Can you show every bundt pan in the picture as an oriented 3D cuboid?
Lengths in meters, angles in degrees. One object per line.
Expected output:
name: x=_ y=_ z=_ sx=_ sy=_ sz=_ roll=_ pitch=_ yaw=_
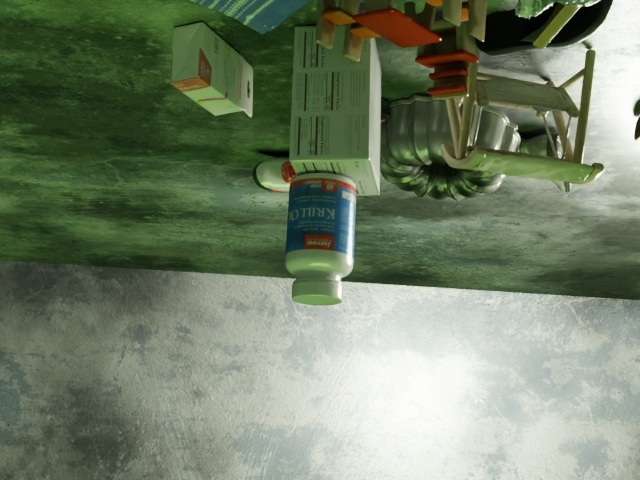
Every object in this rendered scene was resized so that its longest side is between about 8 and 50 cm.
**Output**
bundt pan: x=0.267 y=-0.183 z=2.120 sx=0.331 sy=0.124 sz=0.331 roll=8 pitch=160 yaw=3

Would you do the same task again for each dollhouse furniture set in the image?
dollhouse furniture set: x=0.158 y=-0.335 z=1.605 sx=0.262 sy=0.135 sz=0.259 roll=-1 pitch=171 yaw=39

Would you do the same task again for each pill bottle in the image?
pill bottle: x=0.000 y=0.000 z=1.738 sx=0.124 sy=0.221 sz=0.124 roll=2 pitch=164 yaw=0

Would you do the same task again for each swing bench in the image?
swing bench: x=0.368 y=-0.227 z=1.805 sx=0.253 sy=0.255 sz=0.165 roll=7 pitch=163 yaw=-16

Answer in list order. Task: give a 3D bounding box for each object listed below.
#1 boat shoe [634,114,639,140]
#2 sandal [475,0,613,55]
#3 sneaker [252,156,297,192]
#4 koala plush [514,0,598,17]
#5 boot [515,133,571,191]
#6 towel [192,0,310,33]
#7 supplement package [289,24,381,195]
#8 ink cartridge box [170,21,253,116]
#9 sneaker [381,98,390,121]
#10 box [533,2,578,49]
boat shoe: x=0.704 y=-0.250 z=2.047 sx=0.049 sy=0.056 sz=0.152 roll=7 pitch=164 yaw=1
sandal: x=0.364 y=-0.365 z=1.614 sx=0.254 sy=0.097 sz=0.054 roll=-12 pitch=159 yaw=41
sneaker: x=-0.017 y=-0.172 z=2.335 sx=0.270 sy=0.090 sz=0.145 roll=4 pitch=163 yaw=-22
koala plush: x=0.339 y=-0.401 z=1.270 sx=0.196 sy=0.221 sz=0.203 roll=-6 pitch=162 yaw=24
boot: x=0.502 y=-0.187 z=2.277 sx=0.161 sy=0.083 sz=0.246 roll=1 pitch=160 yaw=26
towel: x=-0.156 y=-0.433 z=1.535 sx=0.336 sy=0.040 sz=0.243 roll=14 pitch=159 yaw=-35
supplement package: x=0.034 y=-0.235 z=1.796 sx=0.145 sy=0.262 sz=0.204 roll=0 pitch=164 yaw=9
ink cartridge box: x=-0.200 y=-0.311 z=1.821 sx=0.067 sy=0.115 sz=0.198 roll=-7 pitch=161 yaw=24
sneaker: x=0.052 y=-0.261 z=2.042 sx=0.178 sy=0.072 sz=0.077 roll=7 pitch=161 yaw=-14
box: x=0.398 y=-0.390 z=1.439 sx=0.021 sy=0.164 sz=0.201 roll=34 pitch=161 yaw=1
